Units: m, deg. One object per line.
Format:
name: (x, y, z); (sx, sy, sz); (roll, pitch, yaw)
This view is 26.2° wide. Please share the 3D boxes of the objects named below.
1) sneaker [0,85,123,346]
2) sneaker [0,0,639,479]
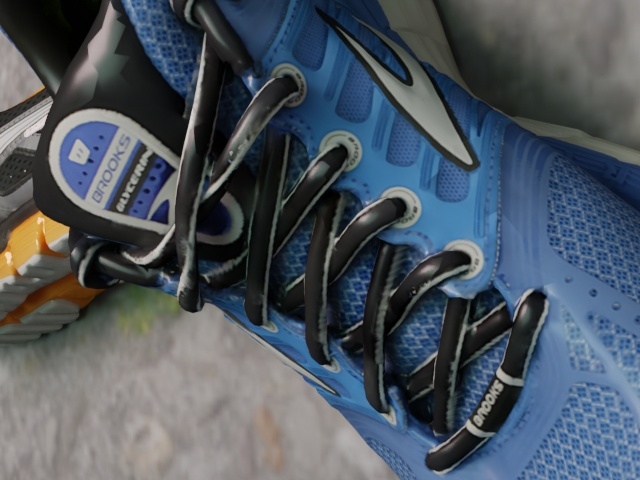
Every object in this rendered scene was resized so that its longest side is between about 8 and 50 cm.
sneaker: (-0.127, -0.010, 0.555); (0.215, 0.084, 0.083); (-23, 72, 35)
sneaker: (0.000, 0.000, 0.372); (0.330, 0.147, 0.129); (47, 123, 34)
